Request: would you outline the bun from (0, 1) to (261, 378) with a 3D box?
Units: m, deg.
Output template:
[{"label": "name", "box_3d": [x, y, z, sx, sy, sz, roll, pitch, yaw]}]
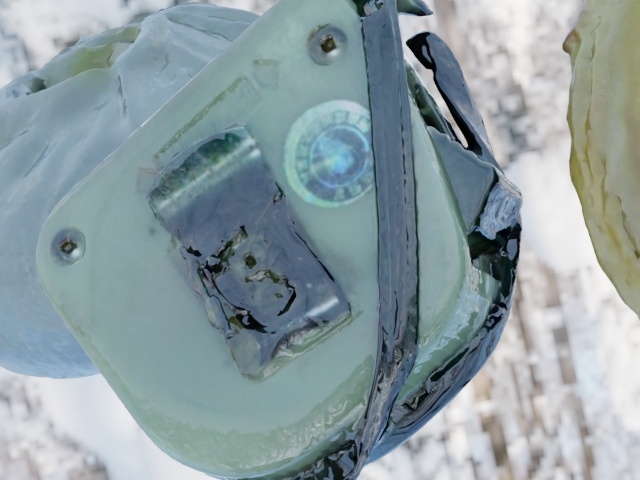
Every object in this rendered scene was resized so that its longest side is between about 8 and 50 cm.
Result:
[{"label": "bun", "box_3d": [-0.125, -0.050, 1.425, 0.362, 0.211, 0.362, -21, -166, 6]}]

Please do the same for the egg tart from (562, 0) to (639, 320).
[{"label": "egg tart", "box_3d": [0.260, -0.048, 0.848, 0.315, 0.315, 0.120, -12, 160, 9]}]

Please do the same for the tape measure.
[{"label": "tape measure", "box_3d": [0.000, 0.000, 0.906, 0.235, 0.207, 0.115, -42, 156, 8]}]
